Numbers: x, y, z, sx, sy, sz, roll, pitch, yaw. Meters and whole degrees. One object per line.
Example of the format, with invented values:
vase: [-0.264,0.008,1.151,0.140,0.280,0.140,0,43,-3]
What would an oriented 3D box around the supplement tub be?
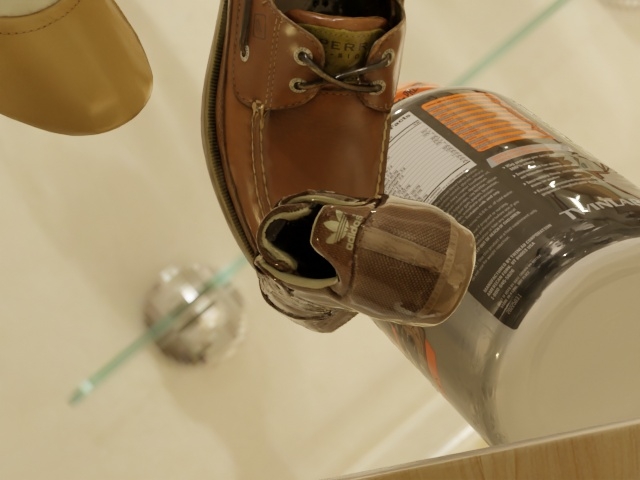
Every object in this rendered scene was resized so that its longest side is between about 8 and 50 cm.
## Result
supplement tub: [0.134,0.013,1.194,0.207,0.207,0.338,-40,35,-2]

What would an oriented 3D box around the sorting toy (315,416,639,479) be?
sorting toy: [0.044,0.202,0.544,0.255,0.257,0.089,-12,-3,11]

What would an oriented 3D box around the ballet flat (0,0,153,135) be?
ballet flat: [-0.158,-0.128,0.612,0.080,0.232,0.073,-45,-14,-30]

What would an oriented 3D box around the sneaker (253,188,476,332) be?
sneaker: [0.000,0.000,0.714,0.188,0.071,0.066,-7,61,66]

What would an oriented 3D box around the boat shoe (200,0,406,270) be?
boat shoe: [-0.007,-0.115,0.936,0.110,0.307,0.104,-6,4,-21]
